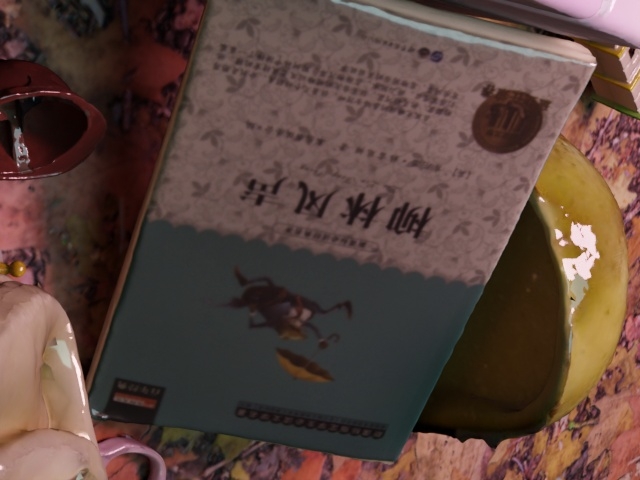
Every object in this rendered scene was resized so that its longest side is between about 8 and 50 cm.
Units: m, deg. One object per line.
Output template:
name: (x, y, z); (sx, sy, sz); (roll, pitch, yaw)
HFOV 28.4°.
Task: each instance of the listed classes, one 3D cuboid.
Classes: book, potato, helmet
book: (0.000, 0.000, 0.898); (0.264, 0.031, 0.379); (12, 122, -16)
potato: (0.158, 0.020, 1.059); (0.213, 0.280, 0.330); (-12, 113, -40)
helmet: (-0.198, -0.086, 0.817); (0.089, 0.057, 0.111); (-40, 154, 22)

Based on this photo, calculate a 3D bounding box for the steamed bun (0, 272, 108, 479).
steamed bun: (-0.244, 0.193, 0.712); (0.346, 0.237, 0.394); (-43, 143, -2)

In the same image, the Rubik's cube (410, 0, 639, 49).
Rubik's cube: (0.047, -0.320, 0.773); (0.319, 0.322, 0.315); (7, 102, -45)

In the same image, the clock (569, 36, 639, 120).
clock: (0.311, -0.259, 1.200); (0.219, 0.106, 0.255); (-58, 152, -5)

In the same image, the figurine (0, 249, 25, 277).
figurine: (-0.265, 0.013, 0.789); (0.143, 0.068, 0.101); (27, 79, -31)

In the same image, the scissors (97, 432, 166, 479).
scissors: (-0.203, 0.161, 0.932); (0.118, 0.030, 0.242); (-51, 139, -16)
